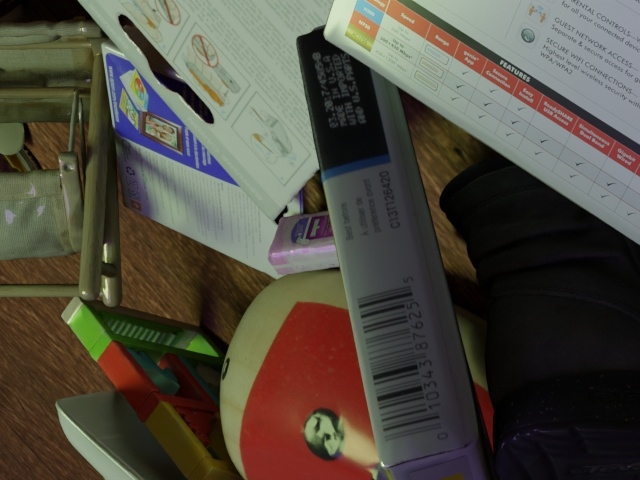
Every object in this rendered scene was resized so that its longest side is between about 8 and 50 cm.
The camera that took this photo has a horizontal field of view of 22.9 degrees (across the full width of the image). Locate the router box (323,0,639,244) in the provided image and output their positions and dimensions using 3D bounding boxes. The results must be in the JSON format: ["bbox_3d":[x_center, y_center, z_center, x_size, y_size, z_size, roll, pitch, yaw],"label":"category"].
[{"bbox_3d":[0.191,-0.152,0.831,0.335,0.082,0.301,36,133,16],"label":"router box"}]

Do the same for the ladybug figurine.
[{"bbox_3d":[0.085,0.189,1.316,0.449,0.162,0.305,21,140,34],"label":"ladybug figurine"}]

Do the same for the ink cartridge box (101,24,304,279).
[{"bbox_3d":[-0.091,-0.070,1.395,0.208,0.045,0.206,26,143,22],"label":"ink cartridge box"}]

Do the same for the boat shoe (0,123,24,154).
[{"bbox_3d":[-0.356,-0.150,1.671,0.133,0.049,0.042,58,177,-24],"label":"boat shoe"}]

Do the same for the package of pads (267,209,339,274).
[{"bbox_3d":[0.000,0.000,1.322,0.083,0.050,0.032,-8,133,24],"label":"package of pads"}]

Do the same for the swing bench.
[{"bbox_3d":[-0.314,-0.068,1.436,0.165,0.253,0.255,90,179,-85],"label":"swing bench"}]

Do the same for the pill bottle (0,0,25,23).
[{"bbox_3d":[-0.378,-0.278,1.490,0.119,0.119,0.208,-2,121,53],"label":"pill bottle"}]

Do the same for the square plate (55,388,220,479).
[{"bbox_3d":[-0.057,0.262,1.487,0.344,0.347,0.049,40,103,17],"label":"square plate"}]

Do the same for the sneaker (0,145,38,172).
[{"bbox_3d":[-0.392,-0.107,1.719,0.185,0.084,0.069,43,148,13],"label":"sneaker"}]

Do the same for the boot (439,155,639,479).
[{"bbox_3d":[0.249,0.045,0.982,0.118,0.338,0.223,121,152,-48],"label":"boot"}]

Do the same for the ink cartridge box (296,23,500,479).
[{"bbox_3d":[0.062,0.060,1.052,0.307,0.072,0.304,72,-176,-59],"label":"ink cartridge box"}]

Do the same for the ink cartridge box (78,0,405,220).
[{"bbox_3d":[-0.050,-0.210,1.177,0.308,0.091,0.385,49,153,2],"label":"ink cartridge box"}]

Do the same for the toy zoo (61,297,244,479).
[{"bbox_3d":[-0.105,0.168,1.511,0.192,0.030,0.293,20,-159,-52],"label":"toy zoo"}]
